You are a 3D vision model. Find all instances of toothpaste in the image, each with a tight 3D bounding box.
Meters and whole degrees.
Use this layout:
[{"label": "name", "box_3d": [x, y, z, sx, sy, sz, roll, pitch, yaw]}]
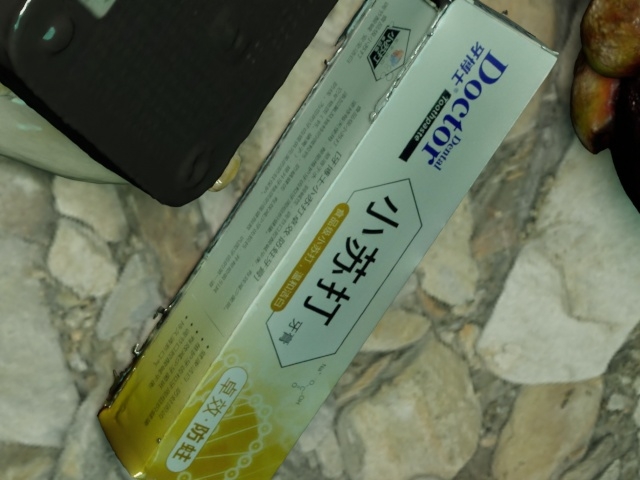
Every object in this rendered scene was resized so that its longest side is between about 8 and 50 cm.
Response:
[{"label": "toothpaste", "box_3d": [0.000, 0.000, 1.002, 0.089, 0.071, 0.313, 26, 104, -35]}]

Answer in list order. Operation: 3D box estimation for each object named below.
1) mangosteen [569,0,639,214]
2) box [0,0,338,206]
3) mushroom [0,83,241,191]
[{"label": "mangosteen", "box_3d": [0.220, -0.098, 0.974, 0.250, 0.211, 0.211, 35, 101, -3]}, {"label": "box", "box_3d": [-0.015, -0.192, 0.798, 0.350, 0.058, 0.211, -58, 155, -5]}, {"label": "mushroom", "box_3d": [-0.151, -0.090, 0.882, 0.278, 0.096, 0.099, 29, 137, -31]}]
